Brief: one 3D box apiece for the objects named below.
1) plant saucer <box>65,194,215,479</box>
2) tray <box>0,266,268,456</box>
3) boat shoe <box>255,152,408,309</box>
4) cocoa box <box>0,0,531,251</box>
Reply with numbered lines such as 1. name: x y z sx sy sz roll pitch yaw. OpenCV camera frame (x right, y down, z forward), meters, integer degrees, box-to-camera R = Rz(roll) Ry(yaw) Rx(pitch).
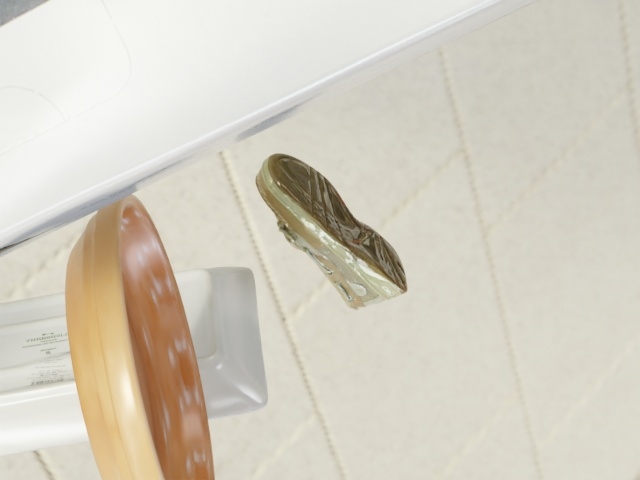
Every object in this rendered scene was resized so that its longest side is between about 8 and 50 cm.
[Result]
1. plant saucer: -0.097 0.075 0.882 0.037 0.200 0.200 -12 134 4
2. tray: -0.172 0.074 1.044 0.270 0.145 0.030 -10 127 0
3. boat shoe: 0.000 -0.001 1.079 0.048 0.056 0.153 -28 139 21
4. cocoa box: -0.100 -0.129 0.601 0.228 0.347 0.231 65 19 -4
